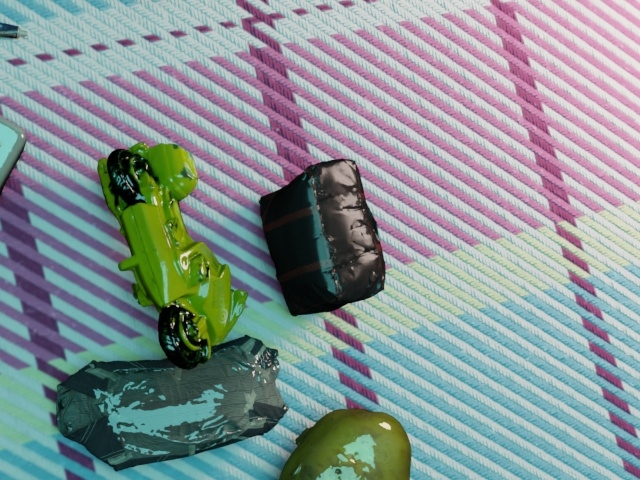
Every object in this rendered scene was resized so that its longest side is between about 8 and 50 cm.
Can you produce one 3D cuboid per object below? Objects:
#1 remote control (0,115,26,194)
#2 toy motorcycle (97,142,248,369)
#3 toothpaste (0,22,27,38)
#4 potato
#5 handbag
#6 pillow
[{"bbox_3d":[-0.538,-0.055,1.473,0.140,0.056,0.296,28,76,-10],"label":"remote control"},{"bbox_3d":[-0.209,0.022,1.510,0.142,0.206,0.342,-22,78,9],"label":"toy motorcycle"},{"bbox_3d":[-0.477,-0.312,1.548,0.083,0.019,0.027,6,105,-16],"label":"toothpaste"},{"bbox_3d":[0.032,0.362,1.547,0.197,0.148,0.228,12,80,-29],"label":"potato"},{"bbox_3d":[0.000,0.000,1.578,0.155,0.169,0.215,-10,84,-35],"label":"handbag"},{"bbox_3d":[-0.212,0.235,1.517,0.335,0.092,0.161,-9,80,-18],"label":"pillow"}]
